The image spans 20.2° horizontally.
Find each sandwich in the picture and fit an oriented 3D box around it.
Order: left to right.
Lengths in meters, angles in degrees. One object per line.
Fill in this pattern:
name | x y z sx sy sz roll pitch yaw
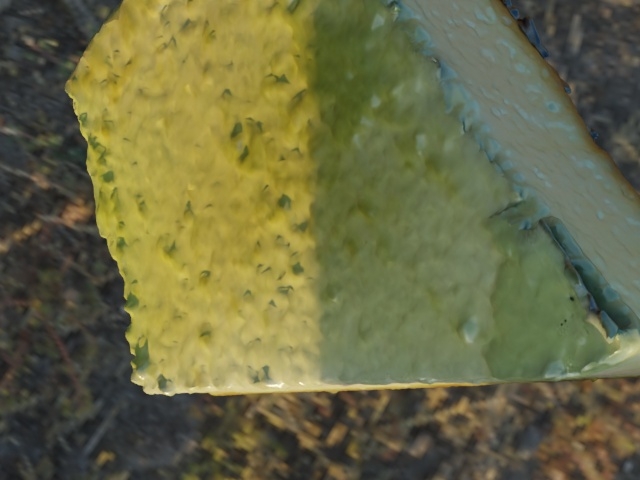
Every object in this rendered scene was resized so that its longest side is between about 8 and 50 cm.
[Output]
sandwich | 0.000 0.000 0.500 0.058 0.193 0.162 0 139 -45
